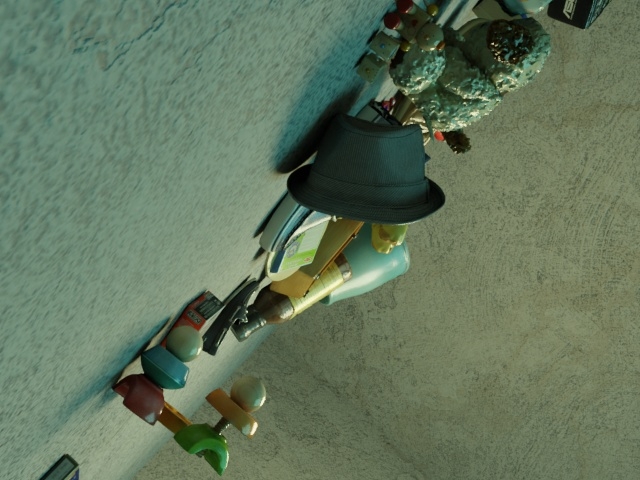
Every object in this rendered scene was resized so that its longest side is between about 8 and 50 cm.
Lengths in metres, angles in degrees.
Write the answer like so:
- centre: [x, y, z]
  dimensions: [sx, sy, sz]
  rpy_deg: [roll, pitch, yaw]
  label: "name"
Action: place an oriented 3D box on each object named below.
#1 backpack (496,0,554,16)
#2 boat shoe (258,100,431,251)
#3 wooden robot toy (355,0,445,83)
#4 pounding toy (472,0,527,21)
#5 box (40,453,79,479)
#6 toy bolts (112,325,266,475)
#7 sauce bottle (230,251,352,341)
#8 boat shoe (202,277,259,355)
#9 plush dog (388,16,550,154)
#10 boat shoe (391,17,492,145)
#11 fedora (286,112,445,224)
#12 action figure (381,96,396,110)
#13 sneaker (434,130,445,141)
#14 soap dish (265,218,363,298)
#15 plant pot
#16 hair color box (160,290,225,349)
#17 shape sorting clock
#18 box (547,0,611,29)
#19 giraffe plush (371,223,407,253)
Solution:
- centre: [0.317, -0.424, 1.062]
  dimensions: [0.166, 0.144, 0.188]
  rpy_deg: [-49, -161, 16]
  label: "backpack"
- centre: [0.050, -0.080, 1.287]
  dimensions: [0.341, 0.158, 0.127]
  rpy_deg: [-50, 176, -3]
  label: "boat shoe"
- centre: [0.122, -0.268, 0.933]
  dimensions: [0.173, 0.079, 0.076]
  rpy_deg: [-52, 175, 22]
  label: "wooden robot toy"
- centre: [0.412, -0.510, 1.594]
  dimensions: [0.100, 0.130, 0.141]
  rpy_deg: [-38, -179, 24]
  label: "pounding toy"
- centre: [-0.492, 0.463, 1.279]
  dimensions: [0.136, 0.036, 0.225]
  rpy_deg: [-47, 176, -32]
  label: "box"
- centre: [-0.221, 0.244, 1.203]
  dimensions: [0.158, 0.228, 0.218]
  rpy_deg: [-51, -148, -13]
  label: "toy bolts"
- centre: [-0.082, 0.140, 1.843]
  dimensions: [0.344, 0.111, 0.111]
  rpy_deg: [-31, 171, -13]
  label: "sauce bottle"
- centre: [-0.192, 0.166, 1.559]
  dimensions: [0.206, 0.065, 0.075]
  rpy_deg: [-47, 175, -31]
  label: "boat shoe"
- centre: [0.268, -0.279, 1.172]
  dimensions: [0.225, 0.211, 0.262]
  rpy_deg: [-28, -175, 29]
  label: "plush dog"
- centre: [0.243, -0.337, 1.493]
  dimensions: [0.341, 0.121, 0.110]
  rpy_deg: [-50, -146, 40]
  label: "boat shoe"
- centre: [0.077, -0.124, 1.090]
  dimensions: [0.275, 0.243, 0.125]
  rpy_deg: [-35, 135, -65]
  label: "fedora"
- centre: [0.109, -0.238, 1.408]
  dimensions: [0.115, 0.030, 0.038]
  rpy_deg: [-51, 171, -6]
  label: "action figure"
- centre: [0.272, -0.320, 1.750]
  dimensions: [0.279, 0.118, 0.108]
  rpy_deg: [43, 53, -72]
  label: "sneaker"
- centre: [0.000, 0.000, 1.735]
  dimensions: [0.291, 0.118, 0.229]
  rpy_deg: [-49, 176, -23]
  label: "soap dish"
- centre: [0.071, 0.044, 2.053]
  dimensions: [0.255, 0.272, 0.272]
  rpy_deg: [-32, 170, -21]
  label: "plant pot"
- centre: [-0.230, 0.159, 1.252]
  dimensions: [0.141, 0.043, 0.072]
  rpy_deg: [-51, 176, 27]
  label: "hair color box"
- centre: [-0.048, -0.005, 1.505]
  dimensions: [0.206, 0.040, 0.206]
  rpy_deg: [-46, 153, -31]
  label: "shape sorting clock"
- centre: [0.553, -0.629, 1.280]
  dimensions: [0.318, 0.097, 0.395]
  rpy_deg: [-46, 153, -28]
  label: "box"
- centre: [0.110, -0.088, 1.591]
  dimensions: [0.210, 0.170, 0.182]
  rpy_deg: [116, -14, -53]
  label: "giraffe plush"
